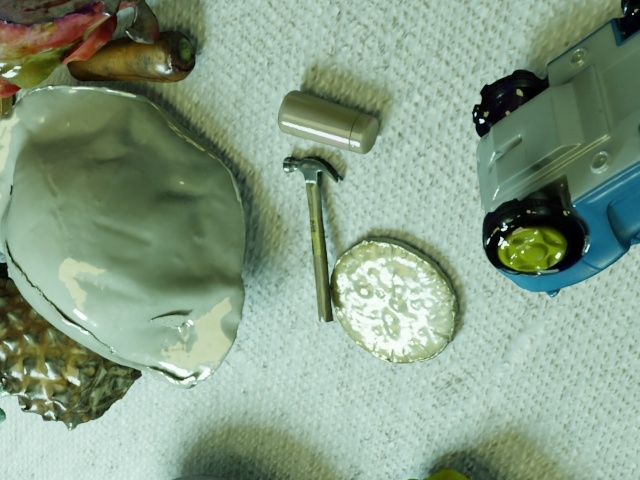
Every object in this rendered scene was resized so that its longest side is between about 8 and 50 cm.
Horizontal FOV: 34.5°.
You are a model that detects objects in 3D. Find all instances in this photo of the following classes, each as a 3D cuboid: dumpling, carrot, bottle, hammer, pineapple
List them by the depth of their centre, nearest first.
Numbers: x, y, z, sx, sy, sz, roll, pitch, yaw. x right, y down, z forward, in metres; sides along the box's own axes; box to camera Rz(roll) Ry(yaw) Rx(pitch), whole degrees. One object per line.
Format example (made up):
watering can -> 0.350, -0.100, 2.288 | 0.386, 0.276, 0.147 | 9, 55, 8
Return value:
bottle -> 0.008, -0.116, 1.026 | 0.096, 0.045, 0.045 | 20, 121, 18
hammer -> 0.000, 0.000, 1.091 | 0.062, 0.017, 0.182 | 1, 106, 26
carrot -> -0.203, -0.194, 1.104 | 0.161, 0.055, 0.055 | 3, 115, 35
dumpling -> -0.218, -0.016, 1.126 | 0.341, 0.181, 0.260 | 45, 104, 30
pineapple -> -0.385, 0.084, 1.286 | 0.361, 0.175, 0.175 | 36, 126, 25

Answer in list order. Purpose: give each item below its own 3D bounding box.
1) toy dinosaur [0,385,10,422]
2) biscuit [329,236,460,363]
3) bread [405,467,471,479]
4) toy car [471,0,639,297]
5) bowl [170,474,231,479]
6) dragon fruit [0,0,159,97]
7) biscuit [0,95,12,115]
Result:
toy dinosaur -> -0.444, 0.164, 1.383 | 0.383, 0.076, 0.129 | 21, 90, 12
biscuit -> 0.075, 0.067, 1.092 | 0.152, 0.020, 0.152 | 12, 118, 24
bread -> 0.220, 0.398, 1.115 | 0.383, 0.112, 0.166 | 42, 123, 5
toy car -> 0.257, -0.081, 0.830 | 0.166, 0.198, 0.314 | 32, 129, -30
bowl -> -0.128, 0.410, 1.294 | 0.287, 0.144, 0.287 | 13, 119, 24
dragon fruit -> -0.346, -0.256, 1.004 | 0.314, 0.296, 0.263 | 60, 147, 2
biscuit -> -0.435, -0.204, 1.238 | 0.142, 0.029, 0.221 | -7, 110, 30
